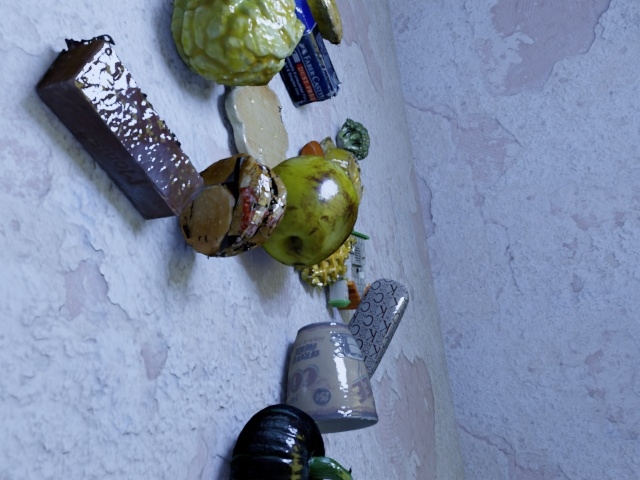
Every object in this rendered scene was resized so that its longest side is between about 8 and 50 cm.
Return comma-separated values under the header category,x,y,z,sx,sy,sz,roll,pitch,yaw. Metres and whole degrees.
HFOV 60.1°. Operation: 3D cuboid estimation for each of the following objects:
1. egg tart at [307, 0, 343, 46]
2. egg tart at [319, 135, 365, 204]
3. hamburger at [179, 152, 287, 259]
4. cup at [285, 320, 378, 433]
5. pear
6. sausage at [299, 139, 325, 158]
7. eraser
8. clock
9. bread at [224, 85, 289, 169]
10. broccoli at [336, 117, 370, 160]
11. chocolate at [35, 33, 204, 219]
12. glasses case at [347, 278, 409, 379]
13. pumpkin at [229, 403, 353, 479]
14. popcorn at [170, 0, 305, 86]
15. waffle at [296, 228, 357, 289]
category,x,y,z,sx,sy,sz,roll,pitch,yaw
egg tart,-0.046,-0.764,1.748,0.345,0.132,0.345,63,0,1
egg tart,0.072,-0.207,1.903,0.315,0.120,0.315,-8,90,-71
hamburger,-0.177,-0.062,1.088,0.106,0.230,0.231,28,54,-54
cup,0.020,0.364,1.439,0.301,0.227,0.257,100,-12,-61
pear,-0.038,-0.068,1.364,0.283,0.283,0.284,-10,90,-68
sausage,-0.024,-0.231,1.726,0.089,0.089,0.179,43,36,-56
eraser,-0.061,-0.577,1.695,0.102,0.154,0.332,-74,146,-46
clock,0.083,0.101,1.831,0.220,0.106,0.255,18,69,-64
bread,-0.162,-0.305,1.460,0.316,0.054,0.316,-10,90,-69
broccoli,0.126,-0.389,2.120,0.137,0.145,0.162,-20,117,-37
chocolate,-0.332,-0.175,0.933,0.321,0.111,0.112,62,37,-40
glasses case,0.157,0.279,1.726,0.355,0.137,0.085,-59,148,-19
pumpkin,-0.055,0.461,1.122,0.248,0.248,0.248,-10,90,-68
popcorn,-0.188,-0.466,1.216,0.282,0.282,0.247,-78,152,-43
waffle,0.002,0.000,1.631,0.280,0.060,0.262,45,57,-31
